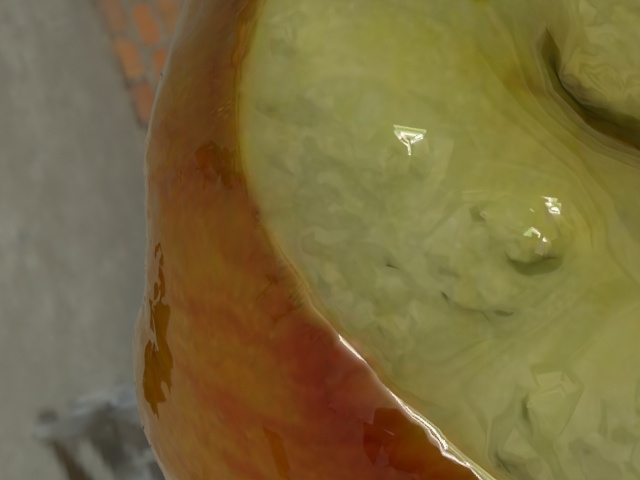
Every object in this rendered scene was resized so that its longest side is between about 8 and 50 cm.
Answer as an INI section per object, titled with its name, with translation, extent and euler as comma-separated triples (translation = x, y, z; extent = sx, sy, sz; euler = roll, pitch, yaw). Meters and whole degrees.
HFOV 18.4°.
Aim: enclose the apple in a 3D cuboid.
[apple]
translation = 0.048, 0.005, 0.431
extent = 0.160, 0.173, 0.195
euler = 92, 7, -67
